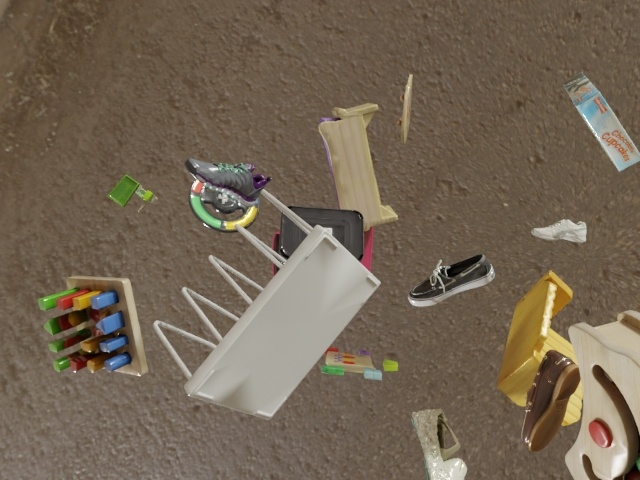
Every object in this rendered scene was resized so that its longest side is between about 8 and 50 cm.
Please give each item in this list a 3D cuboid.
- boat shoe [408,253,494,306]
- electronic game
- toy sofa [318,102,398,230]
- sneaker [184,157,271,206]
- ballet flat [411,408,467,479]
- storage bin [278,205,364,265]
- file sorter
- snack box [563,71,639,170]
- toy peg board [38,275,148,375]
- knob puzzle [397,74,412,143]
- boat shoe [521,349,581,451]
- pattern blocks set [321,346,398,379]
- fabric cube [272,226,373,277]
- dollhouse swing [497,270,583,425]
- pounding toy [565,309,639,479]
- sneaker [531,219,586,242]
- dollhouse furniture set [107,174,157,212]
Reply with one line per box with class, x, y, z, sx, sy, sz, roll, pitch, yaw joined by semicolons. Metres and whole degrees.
boat shoe;0.422;0.129;1.757;0.306;0.113;0.105;-21;120;31
electronic game;-0.305;-0.126;1.666;0.229;0.229;0.048;61;148;15
toy sofa;0.107;-0.218;1.562;0.176;0.150;0.363;-14;107;0
sneaker;-0.219;-0.164;1.247;0.098;0.223;0.083;-50;52;11
ballet flat;0.384;0.685;1.651;0.146;0.409;0.147;-1;118;-2
storage bin;0.000;0.000;1.141;0.180;0.084;0.122;3;69;-4
file sorter;-0.087;0.095;0.801;0.278;0.193;0.173;-51;50;-2
snack box;0.693;-0.307;1.300;0.060;0.322;0.187;-34;100;30
toy peg board;-0.376;0.147;0.849;0.160;0.079;0.162;0;103;35
knob puzzle;0.249;-0.377;1.573;0.029;0.213;0.213;7;91;12
boat shoe;0.446;0.317;1.035;0.073;0.073;0.207;40;117;55
pattern blocks set;0.086;0.361;1.547;0.285;0.325;0.026;5;88;11
fabric cube;0.014;0.068;1.665;0.258;0.258;0.254;6;109;16
dollhouse swing;0.766;0.358;1.650;0.304;0.347;0.315;27;141;7
pounding toy;0.368;0.208;0.560;0.154;0.154;0.270;-11;89;-12
sneaker;0.671;-0.031;1.469;0.152;0.054;0.061;3;104;0
dollhouse furniture set;-0.401;-0.095;1.113;0.076;0.151;0.059;36;82;-7
